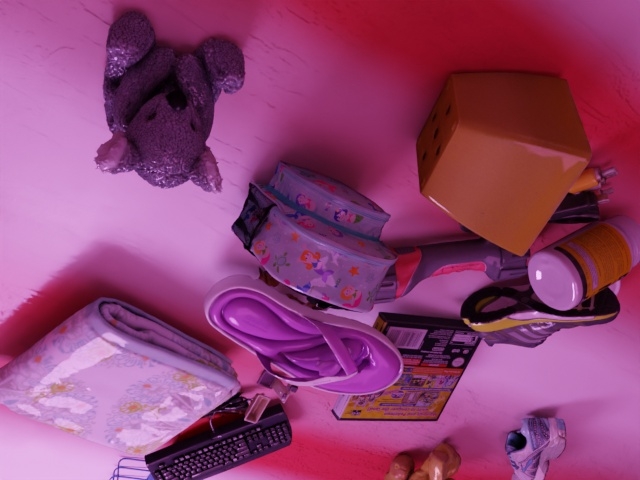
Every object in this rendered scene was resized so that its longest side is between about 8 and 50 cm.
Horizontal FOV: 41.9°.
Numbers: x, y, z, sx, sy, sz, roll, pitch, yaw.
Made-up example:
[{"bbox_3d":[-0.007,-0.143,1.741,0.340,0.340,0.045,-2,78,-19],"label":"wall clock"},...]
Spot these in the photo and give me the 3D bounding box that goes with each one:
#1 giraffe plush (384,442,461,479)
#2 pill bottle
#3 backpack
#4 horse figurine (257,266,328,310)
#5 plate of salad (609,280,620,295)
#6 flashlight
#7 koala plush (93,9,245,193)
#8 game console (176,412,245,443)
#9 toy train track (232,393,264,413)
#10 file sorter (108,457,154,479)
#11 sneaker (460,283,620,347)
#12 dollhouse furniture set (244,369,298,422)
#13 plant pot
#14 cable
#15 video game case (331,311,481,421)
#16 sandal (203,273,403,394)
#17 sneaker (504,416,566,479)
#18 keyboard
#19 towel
[{"bbox_3d":[0.237,0.599,2.077,0.170,0.210,0.181,7,158,27],"label":"giraffe plush"},{"bbox_3d":[0.493,0.035,1.529,0.208,0.119,0.119,-25,142,-26],"label":"pill bottle"},{"bbox_3d":[0.000,0.000,1.318,0.225,0.253,0.191,21,107,-30],"label":"backpack"},{"bbox_3d":[-0.059,0.163,1.604,0.174,0.066,0.263,0,133,-23],"label":"horse figurine"},{"bbox_3d":[0.504,0.103,1.694,0.199,0.048,0.200,-4,137,-4],"label":"plate of salad"},{"bbox_3d":[0.229,0.051,1.538,0.304,0.103,0.103,-5,162,-10],"label":"flashlight"},{"bbox_3d":[-0.209,-0.152,1.127,0.196,0.221,0.203,11,132,-25],"label":"koala plush"},{"bbox_3d":[-0.252,0.430,1.867,0.144,0.085,0.124,6,164,-19],"label":"game console"},{"bbox_3d":[-0.158,0.357,1.815,0.083,0.014,0.048,-30,135,15],"label":"toy train track"},{"bbox_3d":[-0.436,0.590,1.914,0.104,0.118,0.170,14,130,-21],"label":"file sorter"},{"bbox_3d":[0.433,0.146,1.634,0.300,0.111,0.121,-7,136,30],"label":"sneaker"},{"bbox_3d":[-0.094,0.347,1.742,0.091,0.081,0.114,26,97,-34],"label":"dollhouse furniture set"},{"bbox_3d":[0.261,-0.139,1.285,0.187,0.212,0.212,16,131,-12],"label":"plant pot"},{"bbox_3d":[0.394,-0.064,1.512,0.287,0.072,0.139,-10,155,14],"label":"cable"},{"bbox_3d":[0.184,0.266,1.716,0.275,0.035,0.248,9,115,-34],"label":"video game case"},{"bbox_3d":[-0.030,0.204,1.525,0.416,0.102,0.169,26,117,-21],"label":"sandal"},{"bbox_3d":[0.521,0.534,2.125,0.122,0.110,0.283,12,131,0],"label":"sneaker"},{"bbox_3d":[-0.223,0.430,1.806,0.317,0.033,0.201,-21,121,-6],"label":"keyboard"},{"bbox_3d":[-0.380,0.272,1.582,0.320,0.090,0.374,-36,132,21],"label":"towel"}]
